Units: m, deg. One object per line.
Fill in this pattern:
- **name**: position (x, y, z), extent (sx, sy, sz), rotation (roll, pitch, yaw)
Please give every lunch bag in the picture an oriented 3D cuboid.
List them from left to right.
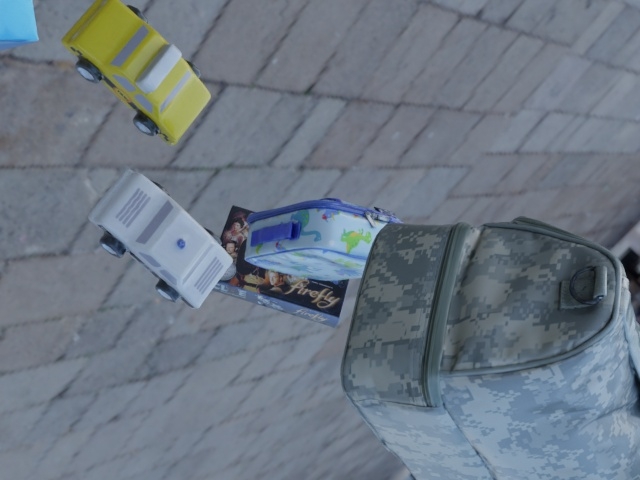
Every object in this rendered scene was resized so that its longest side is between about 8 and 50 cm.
- **lunch bag**: position (0.000, 0.000, 1.466), extent (0.176, 0.090, 0.219), rotation (12, 167, -33)
- **lunch bag**: position (0.198, 0.126, 0.996), extent (0.305, 0.256, 0.212), rotation (57, 43, -45)

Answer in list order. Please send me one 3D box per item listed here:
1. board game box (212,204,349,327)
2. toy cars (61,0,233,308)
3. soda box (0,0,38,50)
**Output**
- **board game box**: position (-0.067, 0.045, 1.802), extent (0.042, 0.243, 0.165), rotation (109, -3, -55)
- **toy cars**: position (-0.192, -0.099, 1.208), extent (0.176, 0.393, 0.087), rotation (-12, -170, -32)
- **soda box**: position (-0.315, -0.174, 0.734), extent (0.067, 0.071, 0.210), rotation (-3, -173, 39)
